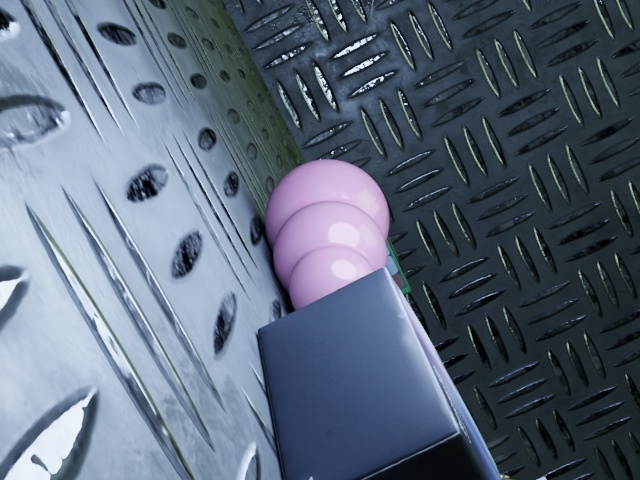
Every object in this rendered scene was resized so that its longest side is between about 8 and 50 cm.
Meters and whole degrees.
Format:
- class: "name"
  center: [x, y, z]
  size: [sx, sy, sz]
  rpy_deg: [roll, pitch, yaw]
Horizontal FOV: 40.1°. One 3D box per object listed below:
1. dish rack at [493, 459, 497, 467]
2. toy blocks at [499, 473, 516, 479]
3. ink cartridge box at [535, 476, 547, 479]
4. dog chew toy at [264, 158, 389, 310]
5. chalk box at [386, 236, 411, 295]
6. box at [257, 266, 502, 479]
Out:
- class: "dish rack"
  center: [0.279, 0.449, 1.577]
  size: [0.208, 0.074, 0.272]
  rpy_deg: [44, 21, -49]
- class: "toy blocks"
  center: [0.475, 0.734, 2.196]
  size: [0.309, 0.288, 0.260]
  rpy_deg: [24, 76, -50]
- class: "ink cartridge box"
  center: [0.278, 0.485, 1.328]
  size: [0.100, 0.237, 0.172]
  rpy_deg: [62, 5, -18]
- class: "dog chew toy"
  center: [0.015, 0.013, 1.370]
  size: [0.332, 0.206, 0.207]
  rpy_deg: [-95, 159, -57]
- class: "chalk box"
  center: [0.066, 0.046, 1.820]
  size: [0.180, 0.179, 0.289]
  rpy_deg: [63, 6, -13]
- class: "box"
  center: [0.087, 0.241, 0.955]
  size: [0.294, 0.182, 0.296]
  rpy_deg: [59, 6, -30]
